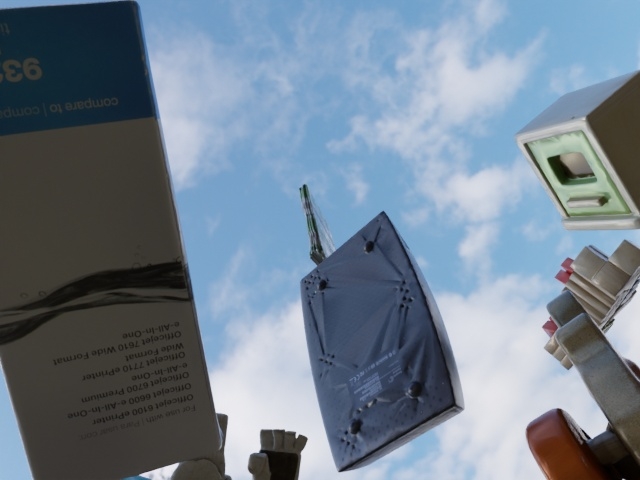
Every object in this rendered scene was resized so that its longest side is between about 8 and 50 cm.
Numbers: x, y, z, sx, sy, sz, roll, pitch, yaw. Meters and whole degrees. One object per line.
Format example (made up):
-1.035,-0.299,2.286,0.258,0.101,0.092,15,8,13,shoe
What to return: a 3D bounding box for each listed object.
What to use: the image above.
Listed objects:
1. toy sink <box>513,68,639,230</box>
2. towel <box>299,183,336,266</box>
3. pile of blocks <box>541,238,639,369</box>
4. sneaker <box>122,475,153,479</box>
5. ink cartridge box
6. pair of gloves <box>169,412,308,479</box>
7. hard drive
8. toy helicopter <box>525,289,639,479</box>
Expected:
0.412,-0.094,0.803,0.131,0.153,0.234,-39,-78,-13,toy sink
0.000,0.000,0.861,0.023,0.152,0.113,-21,-46,8,towel
0.490,0.092,1.035,0.149,0.112,0.362,-34,-33,-21,pile of blocks
-0.123,0.337,0.473,0.124,0.295,0.178,-34,-33,12,sneaker
-0.179,-0.003,0.449,0.129,0.223,0.307,-12,-76,-17,ink cartridge box
-0.143,0.420,0.996,0.240,0.042,0.204,21,-108,-24,pair of gloves
0.061,0.107,0.635,0.054,0.254,0.172,27,-56,-36,hard drive
0.288,0.148,0.510,0.140,0.355,0.235,-41,-82,17,toy helicopter
